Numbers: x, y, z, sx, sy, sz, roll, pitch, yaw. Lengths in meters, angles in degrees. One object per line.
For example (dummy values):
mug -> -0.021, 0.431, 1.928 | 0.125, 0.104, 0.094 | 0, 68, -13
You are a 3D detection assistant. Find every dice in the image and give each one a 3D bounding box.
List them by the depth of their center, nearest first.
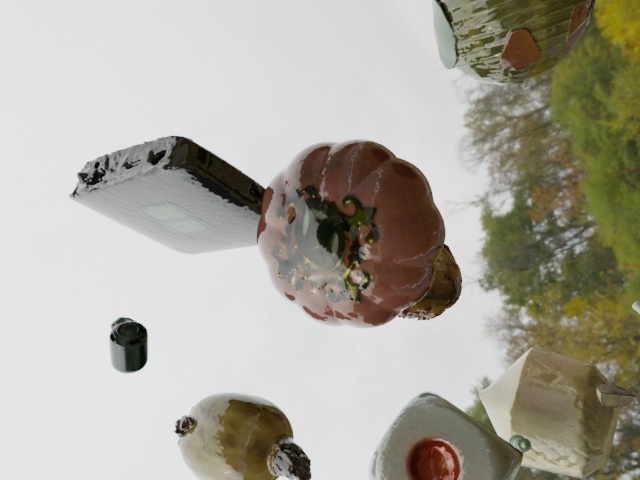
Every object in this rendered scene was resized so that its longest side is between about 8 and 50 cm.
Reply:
dice -> 0.206, 0.377, 0.937 | 0.193, 0.194, 0.192 | -56, -29, -8

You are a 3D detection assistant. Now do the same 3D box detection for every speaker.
speaker -> -0.315, 0.164, 0.928 | 0.060, 0.076, 0.094 | -1, -148, -18

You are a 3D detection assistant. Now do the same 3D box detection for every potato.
potato -> 0.571, 0.309, 1.116 | 0.093, 0.036, 0.037 | 11, -165, -22

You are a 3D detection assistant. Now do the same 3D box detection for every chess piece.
chess piece -> 0.426, 0.435, 1.202 | 0.093, 0.042, 0.042 | 64, -165, -69

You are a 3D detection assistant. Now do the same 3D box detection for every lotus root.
lotus root -> -0.138, 0.387, 1.073 | 0.182, 0.309, 0.183 | 2, -93, -52

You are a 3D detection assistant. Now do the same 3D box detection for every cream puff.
cream puff -> 0.211, 0.083, 1.314 | 0.239, 0.164, 0.240 | 24, -145, -18

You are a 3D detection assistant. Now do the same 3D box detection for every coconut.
coconut -> 0.556, 0.425, 1.405 | 0.328, 0.328, 0.329 | 32, -134, -40

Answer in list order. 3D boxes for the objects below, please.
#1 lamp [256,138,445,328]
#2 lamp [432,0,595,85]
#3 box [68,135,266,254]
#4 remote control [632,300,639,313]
lamp -> 0.051, -0.012, 0.907 | 0.239, 0.305, 0.306 | -20, -93, -64
lamp -> 0.294, -0.394, 0.889 | 0.250, 0.250, 0.285 | -37, -70, -56
box -> -0.260, -0.069, 1.111 | 0.350, 0.358, 0.091 | 33, -122, -47
remote control -> 0.955, 0.242, 1.438 | 0.109, 0.055, 0.313 | -6, -146, -18
